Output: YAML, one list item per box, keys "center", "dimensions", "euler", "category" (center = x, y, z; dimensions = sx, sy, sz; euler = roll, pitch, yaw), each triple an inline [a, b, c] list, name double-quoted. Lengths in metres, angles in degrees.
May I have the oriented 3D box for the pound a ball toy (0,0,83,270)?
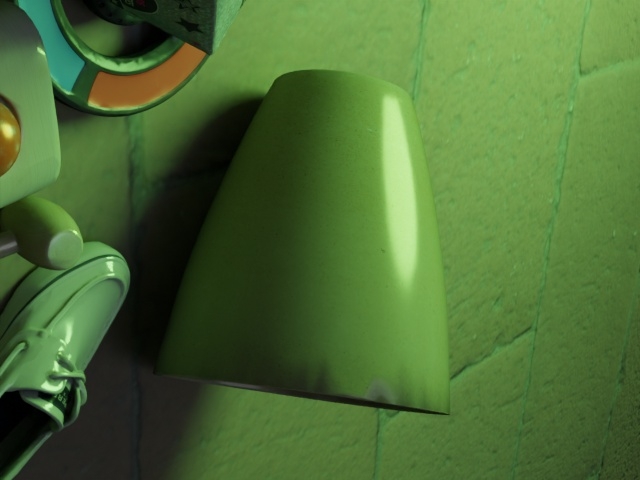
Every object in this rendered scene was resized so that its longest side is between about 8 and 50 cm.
- center: [-0.268, -0.017, 0.667]
  dimensions: [0.319, 0.135, 0.208]
  euler: [-30, 130, -42]
  category: "pound a ball toy"

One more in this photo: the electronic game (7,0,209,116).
- center: [-0.139, -0.203, 0.823]
  dimensions: [0.229, 0.048, 0.229]
  euler: [-30, 130, -44]
  category: "electronic game"

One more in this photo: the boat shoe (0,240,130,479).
- center: [-0.218, 0.114, 0.850]
  dimensions: [0.258, 0.084, 0.095]
  euler: [-55, 143, -20]
  category: "boat shoe"

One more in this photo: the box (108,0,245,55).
- center: [-0.080, -0.236, 0.637]
  dimensions: [0.163, 0.142, 0.247]
  euler: [-63, 180, -13]
  category: "box"

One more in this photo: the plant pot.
- center: [0.000, 0.000, 0.986]
  dimensions: [0.256, 0.256, 0.274]
  euler: [21, 73, -56]
  category: "plant pot"
